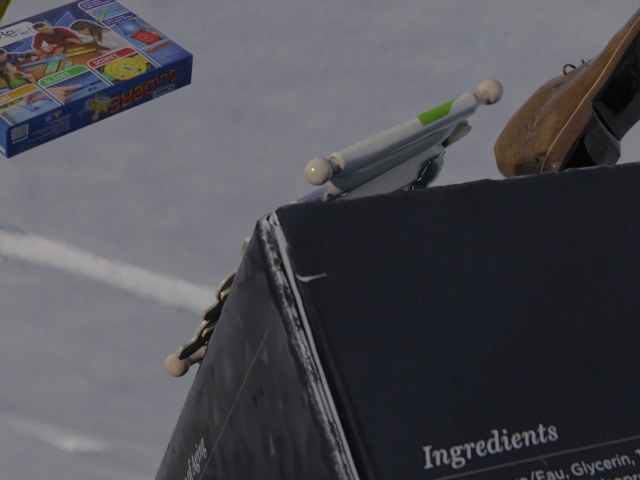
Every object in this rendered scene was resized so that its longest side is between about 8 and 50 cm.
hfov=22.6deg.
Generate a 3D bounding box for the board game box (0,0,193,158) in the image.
[{"bbox_3d":[-0.234,-0.152,1.422,0.136,0.201,0.035,38,138,32],"label":"board game box"}]

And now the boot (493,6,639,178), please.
[{"bbox_3d":[0.294,-0.172,1.674,0.115,0.305,0.112,24,158,45],"label":"boot"}]

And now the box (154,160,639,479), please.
[{"bbox_3d":[0.106,0.283,0.944,0.297,0.471,0.480,-9,151,-22],"label":"box"}]

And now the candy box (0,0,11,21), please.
[{"bbox_3d":[-0.220,-0.139,0.897,0.027,0.105,0.206,59,141,15],"label":"candy box"}]

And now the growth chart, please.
[{"bbox_3d":[0.000,0.000,0.964,0.021,0.172,0.237,54,140,15],"label":"growth chart"}]
